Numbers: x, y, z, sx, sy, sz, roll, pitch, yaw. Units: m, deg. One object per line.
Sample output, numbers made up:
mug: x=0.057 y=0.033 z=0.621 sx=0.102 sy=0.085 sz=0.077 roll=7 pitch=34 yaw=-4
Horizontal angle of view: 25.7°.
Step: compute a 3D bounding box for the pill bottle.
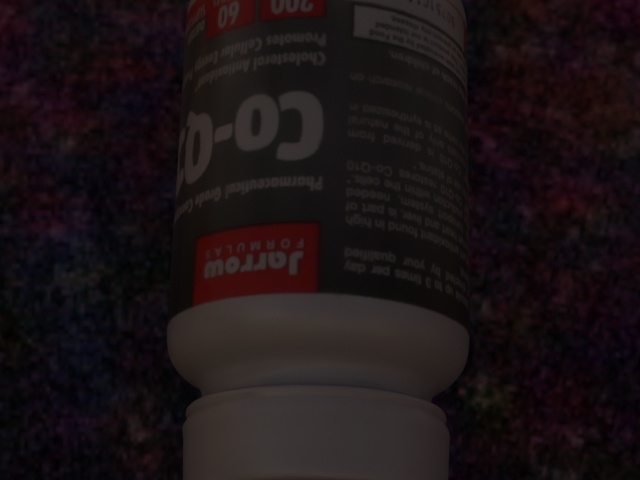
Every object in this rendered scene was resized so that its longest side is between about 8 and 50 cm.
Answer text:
pill bottle: x=0.000 y=0.000 z=0.758 sx=0.161 sy=0.161 sz=0.283 roll=3 pitch=70 yaw=-6
